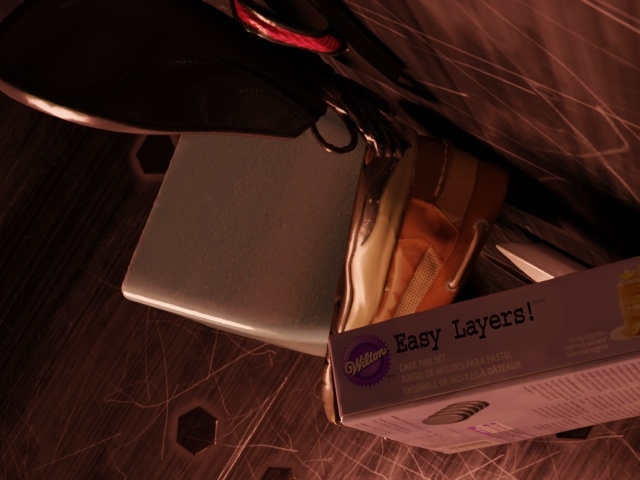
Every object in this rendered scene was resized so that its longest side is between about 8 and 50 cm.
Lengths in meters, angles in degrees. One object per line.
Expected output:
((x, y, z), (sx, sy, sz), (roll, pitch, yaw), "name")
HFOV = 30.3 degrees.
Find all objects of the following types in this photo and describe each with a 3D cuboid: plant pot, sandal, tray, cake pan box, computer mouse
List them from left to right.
((-0.076, -0.118, 0.721), (0.272, 0.072, 0.188), (-4, -148, -47), "computer mouse")
((-0.016, -0.122, 0.667), (0.067, 0.040, 0.179), (32, 180, 43), "sandal")
((0.000, 0.000, 1.179), (0.252, 0.247, 0.248), (20, 175, 21), "plant pot")
((0.165, 0.091, 0.834), (0.245, 0.070, 0.267), (-14, 161, 21), "cake pan box")
((0.303, 0.073, 1.134), (0.270, 0.030, 0.145), (32, 179, 31), "tray")

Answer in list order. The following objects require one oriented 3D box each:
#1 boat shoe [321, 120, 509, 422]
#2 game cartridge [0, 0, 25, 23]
((0.072, 0.048, 0.932), (0.119, 0.123, 0.324), (10, 141, 1), "boat shoe")
((-0.322, -0.197, 0.824), (0.230, 0.068, 0.355), (5, -159, -18), "game cartridge")
